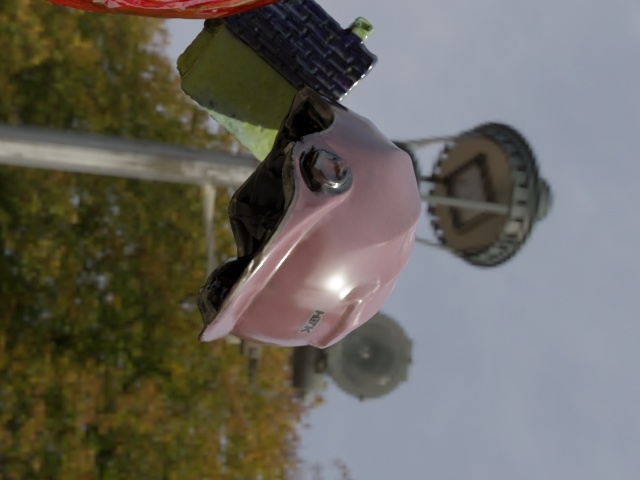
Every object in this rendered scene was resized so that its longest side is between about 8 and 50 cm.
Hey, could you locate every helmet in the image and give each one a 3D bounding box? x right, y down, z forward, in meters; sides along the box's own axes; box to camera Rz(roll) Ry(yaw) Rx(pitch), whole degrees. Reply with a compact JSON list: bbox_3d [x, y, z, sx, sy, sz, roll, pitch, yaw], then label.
[{"bbox_3d":[0.000,0.000,1.597,0.271,0.197,0.338,-54,-163,38],"label":"helmet"}]

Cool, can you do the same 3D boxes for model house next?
[{"bbox_3d":[-0.041,-0.240,1.786,0.194,0.170,0.211,43,-51,-2],"label":"model house"}]

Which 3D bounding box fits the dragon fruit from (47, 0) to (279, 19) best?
[{"bbox_3d":[-0.058,-0.217,1.026,0.282,0.343,0.100,-6,-80,57],"label":"dragon fruit"}]
